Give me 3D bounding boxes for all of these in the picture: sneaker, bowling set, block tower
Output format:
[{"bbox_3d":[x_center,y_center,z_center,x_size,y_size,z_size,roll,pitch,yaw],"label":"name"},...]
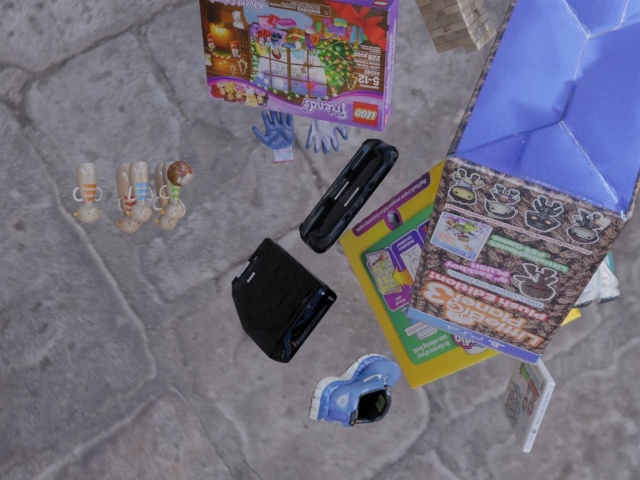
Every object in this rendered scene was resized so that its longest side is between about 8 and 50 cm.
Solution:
[{"bbox_3d":[0.304,0.016,1.101,0.107,0.275,0.110,-8,92,-3],"label":"sneaker"},{"bbox_3d":[0.111,0.370,2.086,0.330,0.147,0.130,-20,126,-56],"label":"sneaker"},{"bbox_3d":[-0.361,-0.090,1.866,0.287,0.199,0.154,-6,97,-48],"label":"bowling set"},{"bbox_3d":[0.221,-0.520,1.685,0.091,0.097,0.335,-45,116,-38],"label":"block tower"}]

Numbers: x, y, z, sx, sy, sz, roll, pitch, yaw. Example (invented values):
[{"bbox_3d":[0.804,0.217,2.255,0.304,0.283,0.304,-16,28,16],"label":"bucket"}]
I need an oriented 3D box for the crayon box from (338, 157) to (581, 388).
[{"bbox_3d":[0.219,0.057,1.504,0.106,0.363,0.313,-22,81,-35],"label":"crayon box"}]

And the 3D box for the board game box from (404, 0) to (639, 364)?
[{"bbox_3d":[0.195,-0.059,0.809,0.141,0.291,0.232,21,63,10],"label":"board game box"}]

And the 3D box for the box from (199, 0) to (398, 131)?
[{"bbox_3d":[-0.034,-0.284,1.312,0.057,0.293,0.201,-61,158,-45],"label":"box"}]

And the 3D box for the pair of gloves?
[{"bbox_3d":[-0.042,-0.230,1.847,0.198,0.023,0.159,-8,139,-1],"label":"pair of gloves"}]

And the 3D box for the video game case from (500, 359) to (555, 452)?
[{"bbox_3d":[0.373,0.280,1.597,0.019,0.157,0.143,12,110,-8],"label":"video game case"}]

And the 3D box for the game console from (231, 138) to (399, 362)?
[{"bbox_3d":[0.000,0.000,1.337,0.044,0.213,0.361,36,92,-33],"label":"game console"}]
